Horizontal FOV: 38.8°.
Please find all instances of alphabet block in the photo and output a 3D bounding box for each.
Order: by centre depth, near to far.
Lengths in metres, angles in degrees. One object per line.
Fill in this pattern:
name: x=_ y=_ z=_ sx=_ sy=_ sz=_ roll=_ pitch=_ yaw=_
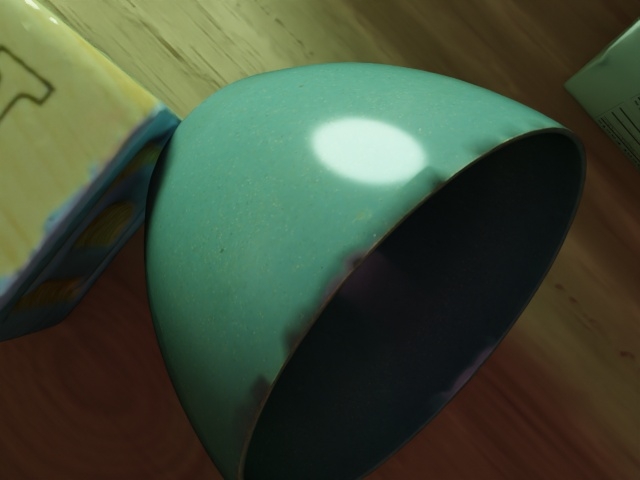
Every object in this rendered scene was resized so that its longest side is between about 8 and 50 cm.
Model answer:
alphabet block: x=-0.222 y=-0.066 z=0.618 sx=0.197 sy=0.192 sz=0.193 roll=40 pitch=89 yaw=1

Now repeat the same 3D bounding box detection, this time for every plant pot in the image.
plant pot: x=0.000 y=0.000 z=0.586 sx=0.195 sy=0.290 sz=0.290 roll=41 pitch=91 yaw=27

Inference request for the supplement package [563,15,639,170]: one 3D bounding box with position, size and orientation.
supplement package: x=0.271 y=-0.114 z=0.572 sx=0.139 sy=0.244 sz=0.134 roll=-41 pitch=88 yaw=2
